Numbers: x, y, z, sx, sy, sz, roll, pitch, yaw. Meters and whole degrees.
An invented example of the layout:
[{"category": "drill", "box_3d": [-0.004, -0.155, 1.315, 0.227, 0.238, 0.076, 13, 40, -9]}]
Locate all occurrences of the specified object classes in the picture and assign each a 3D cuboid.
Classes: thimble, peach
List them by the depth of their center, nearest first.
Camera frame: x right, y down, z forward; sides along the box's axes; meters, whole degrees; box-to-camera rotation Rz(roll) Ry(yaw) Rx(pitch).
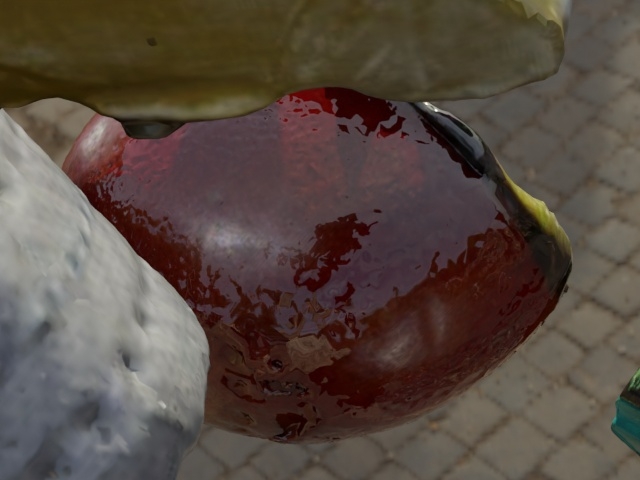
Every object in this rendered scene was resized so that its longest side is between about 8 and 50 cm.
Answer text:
[{"category": "thimble", "box_3d": [-0.165, 0.054, 0.670, 0.217, 0.157, 0.245, -30, 21, 23]}, {"category": "peach", "box_3d": [0.000, 0.000, 1.407, 0.416, 0.339, 0.353, -10, 63, 21]}]

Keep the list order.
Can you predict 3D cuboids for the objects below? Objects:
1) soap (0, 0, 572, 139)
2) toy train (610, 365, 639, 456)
[{"category": "soap", "box_3d": [-0.068, -0.199, 0.507, 0.293, 0.156, 0.335, 1, 57, 11]}, {"category": "toy train", "box_3d": [0.384, 0.163, 1.654, 0.198, 0.154, 0.107, -51, 22, -4]}]
